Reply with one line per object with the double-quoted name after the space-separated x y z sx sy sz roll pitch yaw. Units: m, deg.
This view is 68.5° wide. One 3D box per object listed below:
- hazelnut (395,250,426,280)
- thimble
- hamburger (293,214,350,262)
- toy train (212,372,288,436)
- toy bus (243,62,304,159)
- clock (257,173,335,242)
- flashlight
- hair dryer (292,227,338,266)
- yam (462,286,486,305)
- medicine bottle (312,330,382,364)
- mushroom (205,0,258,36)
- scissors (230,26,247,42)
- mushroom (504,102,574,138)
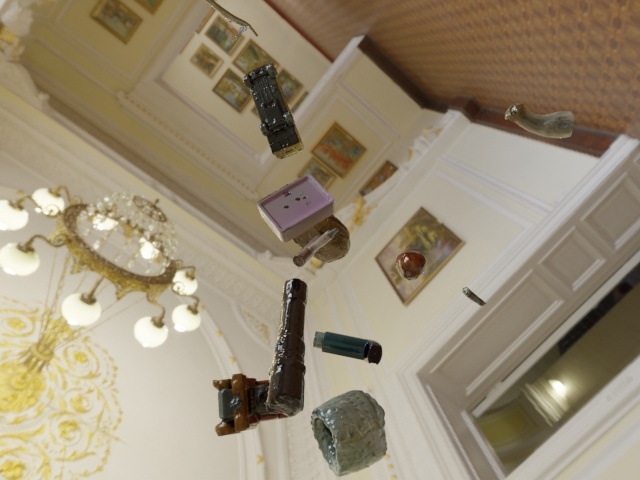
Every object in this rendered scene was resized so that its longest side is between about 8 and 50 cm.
0.245 0.067 1.266 0.086 0.086 0.086 39 -169 -9 "hazelnut"
0.085 0.540 1.331 0.250 0.172 0.205 132 120 -67 "thimble"
0.021 -0.026 2.055 0.309 0.211 0.132 41 -131 -19 "hamburger"
-0.206 0.508 1.472 0.369 0.232 0.163 97 164 -69 "toy train"
-0.164 -0.462 1.684 0.123 0.121 0.335 32 -143 -73 "toy bus"
-0.073 -0.101 1.435 0.150 0.197 0.063 48 162 31 "clock"
-0.082 0.269 1.287 0.103 0.103 0.424 35 -146 -26 "flashlight"
0.007 -0.007 1.822 0.053 0.220 0.195 47 -146 -1 "hair dryer"
0.529 0.198 1.609 0.129 0.027 0.033 34 -175 -33 "yam"
0.099 0.392 1.742 0.258 0.079 0.124 11 178 7 "medicine bottle"
-0.315 -0.726 1.445 0.306 0.068 0.043 35 148 -27 "mushroom"
-0.290 -0.721 1.650 0.036 0.083 0.006 31 167 37 "scissors"
0.743 -0.407 1.602 0.223 0.092 0.081 20 -141 21 "mushroom"
